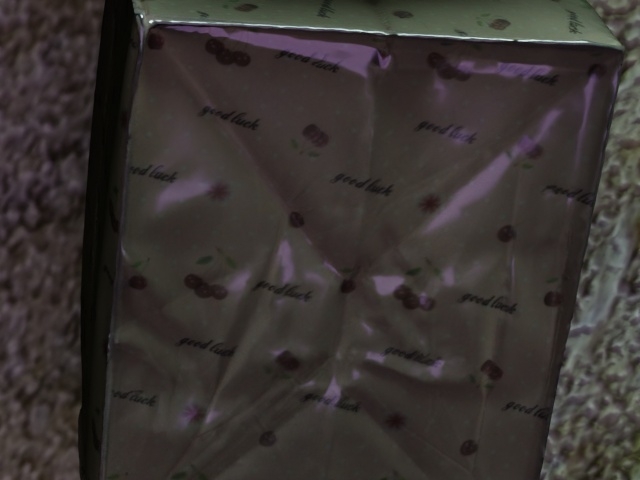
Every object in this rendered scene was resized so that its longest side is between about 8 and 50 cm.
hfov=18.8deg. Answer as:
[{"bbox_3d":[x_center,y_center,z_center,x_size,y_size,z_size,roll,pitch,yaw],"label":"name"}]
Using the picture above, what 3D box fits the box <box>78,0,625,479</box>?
[{"bbox_3d":[0.000,0.000,0.950,0.225,0.190,0.297,2,114,-11],"label":"box"}]
